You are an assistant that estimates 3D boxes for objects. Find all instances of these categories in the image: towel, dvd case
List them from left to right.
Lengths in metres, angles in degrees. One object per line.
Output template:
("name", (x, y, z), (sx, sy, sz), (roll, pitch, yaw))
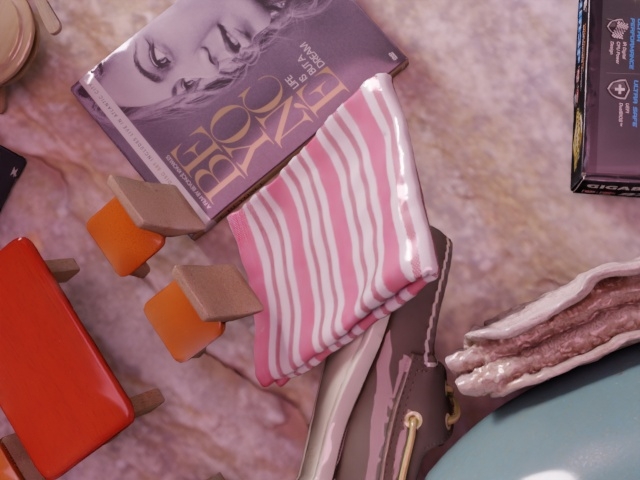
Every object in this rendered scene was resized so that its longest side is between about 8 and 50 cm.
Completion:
("dvd case", (-0.067, -0.131, 0.701), (0.221, 0.018, 0.164), (-40, 78, -1))
("towel", (0.000, 0.000, 0.588), (0.029, 0.197, 0.144), (6, 59, -34))
("towel", (0.216, 0.022, 0.534), (0.282, 0.187, 0.049), (-24, 82, 13))

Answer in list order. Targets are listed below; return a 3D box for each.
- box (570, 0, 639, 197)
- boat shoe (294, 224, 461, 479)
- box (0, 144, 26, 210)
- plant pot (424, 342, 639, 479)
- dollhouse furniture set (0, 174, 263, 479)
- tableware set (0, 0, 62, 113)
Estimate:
("box", (0.280, -0.139, 0.645), (0.175, 0.051, 0.220), (5, 80, 7))
("boat shoe", (0.040, 0.130, 0.601), (0.091, 0.109, 0.305), (20, 78, -6))
("box", (-0.344, -0.032, 0.677), (0.158, 0.093, 0.156), (22, 83, 9))
("plant pot", (0.191, 0.198, 0.488), (0.235, 0.293, 0.293), (-17, 78, 15))
("dollhouse furniture set", (-0.160, 0.121, 0.579), (0.262, 0.135, 0.259), (-39, 78, 11))
("tableware set", (-0.286, -0.205, 0.730), (0.128, 0.039, 0.194), (-33, 72, 12))
